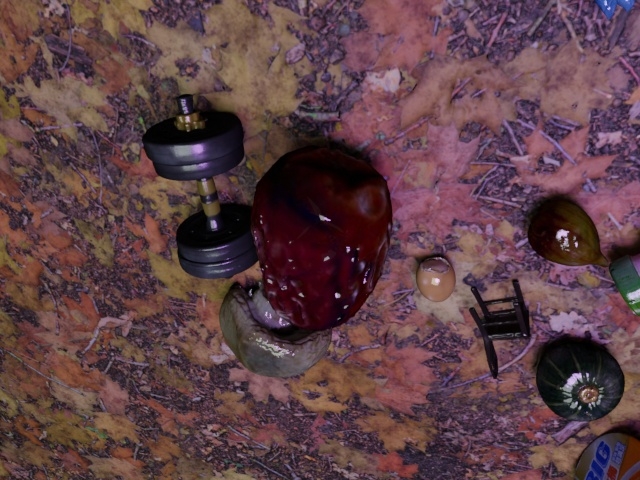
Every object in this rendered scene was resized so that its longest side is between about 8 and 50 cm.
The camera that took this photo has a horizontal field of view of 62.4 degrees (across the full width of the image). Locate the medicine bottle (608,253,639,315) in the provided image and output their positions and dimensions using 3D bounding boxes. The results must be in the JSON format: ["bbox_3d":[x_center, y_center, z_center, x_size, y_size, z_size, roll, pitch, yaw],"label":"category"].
[{"bbox_3d":[0.641,0.029,0.882,0.274,0.133,0.133,-31,110,31],"label":"medicine bottle"}]

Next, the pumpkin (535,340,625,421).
[{"bbox_3d":[0.530,0.290,1.089,0.167,0.125,0.167,-1,107,-5],"label":"pumpkin"}]

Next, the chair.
[{"bbox_3d":[0.386,0.194,1.095,0.102,0.084,0.212,-13,118,27],"label":"chair"}]

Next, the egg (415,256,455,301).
[{"bbox_3d":[0.232,0.082,1.066,0.080,0.080,0.096,3,123,14],"label":"egg"}]

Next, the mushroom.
[{"bbox_3d":[-0.122,0.225,1.212,0.267,0.164,0.189,30,124,-5],"label":"mushroom"}]

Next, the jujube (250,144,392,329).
[{"bbox_3d":[0.000,0.000,0.989,0.259,0.258,0.376,11,137,9],"label":"jujube"}]

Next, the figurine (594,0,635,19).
[{"bbox_3d":[0.414,-0.359,0.724,0.114,0.079,0.114,-17,124,-27],"label":"figurine"}]

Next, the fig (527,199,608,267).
[{"bbox_3d":[0.447,-0.001,0.937,0.155,0.103,0.109,30,148,6],"label":"fig"}]

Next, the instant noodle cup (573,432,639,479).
[{"bbox_3d":[0.733,0.588,1.147,0.214,0.296,0.296,16,126,-6],"label":"instant noodle cup"}]

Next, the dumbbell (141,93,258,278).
[{"bbox_3d":[-0.217,-0.088,1.021,0.185,0.185,0.388,3,123,15],"label":"dumbbell"}]
